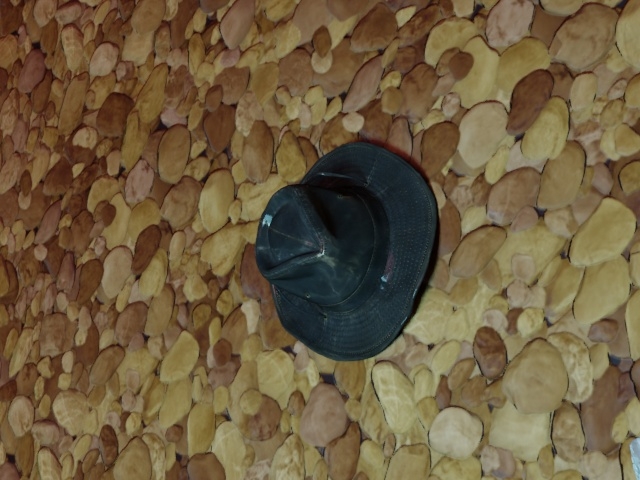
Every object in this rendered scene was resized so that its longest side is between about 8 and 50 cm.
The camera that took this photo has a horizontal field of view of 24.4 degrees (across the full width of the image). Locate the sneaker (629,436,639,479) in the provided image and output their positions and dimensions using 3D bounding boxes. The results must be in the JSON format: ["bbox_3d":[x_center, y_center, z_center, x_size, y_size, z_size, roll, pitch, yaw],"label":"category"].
[{"bbox_3d":[0.397,0.283,1.528,0.095,0.090,0.235,-27,39,0],"label":"sneaker"}]

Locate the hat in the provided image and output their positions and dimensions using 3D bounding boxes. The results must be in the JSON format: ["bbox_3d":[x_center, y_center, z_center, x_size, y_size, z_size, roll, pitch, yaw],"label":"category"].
[{"bbox_3d":[0.000,0.000,2.015,0.331,0.134,0.331,-19,63,43],"label":"hat"}]
